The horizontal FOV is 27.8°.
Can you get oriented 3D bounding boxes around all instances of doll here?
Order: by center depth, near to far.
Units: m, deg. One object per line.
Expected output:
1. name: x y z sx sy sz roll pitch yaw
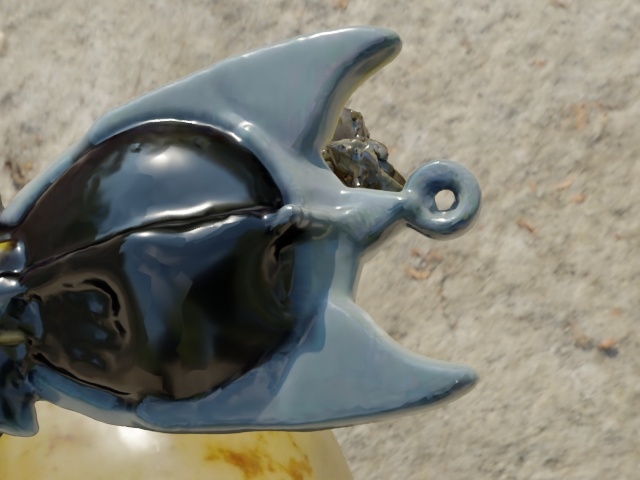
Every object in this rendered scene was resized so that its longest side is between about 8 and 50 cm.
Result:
1. doll: -0.089 0.022 0.519 0.316 0.103 0.145 -13 52 3

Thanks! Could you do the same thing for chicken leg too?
1. chicken leg: -0.006 -0.003 0.957 0.125 0.080 0.196 23 103 28

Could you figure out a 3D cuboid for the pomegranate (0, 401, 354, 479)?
1. pomegranate: -0.124 0.232 0.869 0.342 0.342 0.342 5 66 -12
